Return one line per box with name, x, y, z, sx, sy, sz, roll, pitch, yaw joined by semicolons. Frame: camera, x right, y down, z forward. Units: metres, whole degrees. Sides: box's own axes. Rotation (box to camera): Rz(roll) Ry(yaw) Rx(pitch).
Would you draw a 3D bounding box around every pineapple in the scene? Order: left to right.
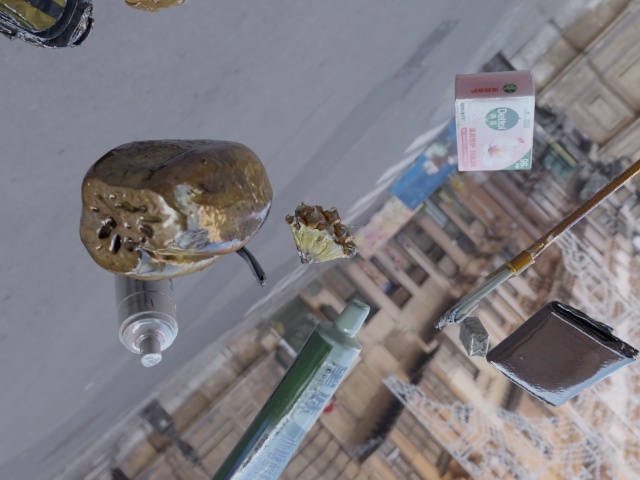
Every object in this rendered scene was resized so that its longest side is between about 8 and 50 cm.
pineapple;0.000;0.000;1.400;0.069;0.137;0.116;-36;156;-50

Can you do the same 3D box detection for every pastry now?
pastry;-0.322;-0.504;1.548;0.153;0.081;0.153;-16;-179;0

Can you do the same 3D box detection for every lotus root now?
lotus root;-0.168;-0.038;0.995;0.193;0.193;0.291;-46;172;26

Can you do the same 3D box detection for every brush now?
brush;0.227;-0.024;0.696;0.314;0.017;0.090;-37;173;-8

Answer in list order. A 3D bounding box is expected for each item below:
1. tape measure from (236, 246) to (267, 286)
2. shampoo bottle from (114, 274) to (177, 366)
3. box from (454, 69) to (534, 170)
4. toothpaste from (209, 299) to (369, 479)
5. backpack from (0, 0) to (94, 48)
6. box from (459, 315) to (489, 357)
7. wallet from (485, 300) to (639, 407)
tape measure;-0.222;-0.026;1.448;0.098;0.215;0.351;-63;-154;25
shampoo bottle;-0.275;0.075;1.234;0.092;0.092;0.303;-45;-142;22
box;0.201;-0.136;0.918;0.125;0.089;0.043;72;21;-52
toothpaste;-0.052;0.234;0.993;0.392;0.098;0.061;-58;-147;14
backpack;-0.629;-0.529;1.758;0.206;0.258;0.133;-61;-155;1
box;0.339;0.212;1.747;0.098;0.045;0.062;-107;-159;-73
wallet;0.420;0.206;1.408;0.049;0.182;0.229;-61;-177;-41
